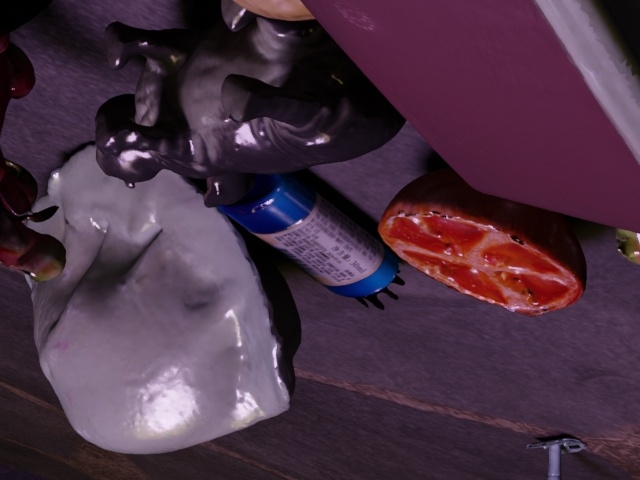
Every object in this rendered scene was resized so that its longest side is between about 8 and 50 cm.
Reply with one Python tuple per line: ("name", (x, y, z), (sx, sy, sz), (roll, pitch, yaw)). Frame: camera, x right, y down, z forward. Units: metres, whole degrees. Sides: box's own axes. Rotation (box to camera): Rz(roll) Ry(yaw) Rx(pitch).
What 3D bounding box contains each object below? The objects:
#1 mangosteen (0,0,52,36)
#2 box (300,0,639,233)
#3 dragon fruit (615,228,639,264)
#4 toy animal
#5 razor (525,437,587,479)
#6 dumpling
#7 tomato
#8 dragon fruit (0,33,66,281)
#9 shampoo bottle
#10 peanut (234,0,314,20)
("mangosteen", (-0.169, -0.191, 0.659), (0.243, 0.243, 0.243), (19, 160, 7))
("box", (0.106, -0.126, 0.606), (0.167, 0.193, 0.294), (11, 158, 40))
("dragon fruit", (0.265, -0.026, 0.794), (0.137, 0.135, 0.236), (37, 138, -22))
("toy animal", (-0.070, -0.089, 0.978), (0.168, 0.106, 0.343), (6, 171, -24))
("razor", (0.250, 0.280, 1.570), (0.040, 0.135, 0.068), (9, 165, -21))
("dumpling", (-0.147, 0.060, 1.343), (0.321, 0.270, 0.212), (-15, 168, 23))
("tomato", (0.123, -0.011, 1.045), (0.156, 0.069, 0.155), (21, 163, 7))
("dragon fruit", (-0.298, -0.090, 1.017), (0.198, 0.272, 0.218), (-3, -165, 25))
("shampoo bottle", (0.000, 0.000, 1.224), (0.087, 0.050, 0.183), (-4, 147, 45))
("peanut", (0.020, -0.157, 0.754), (0.174, 0.080, 0.080), (-7, 148, 31))
